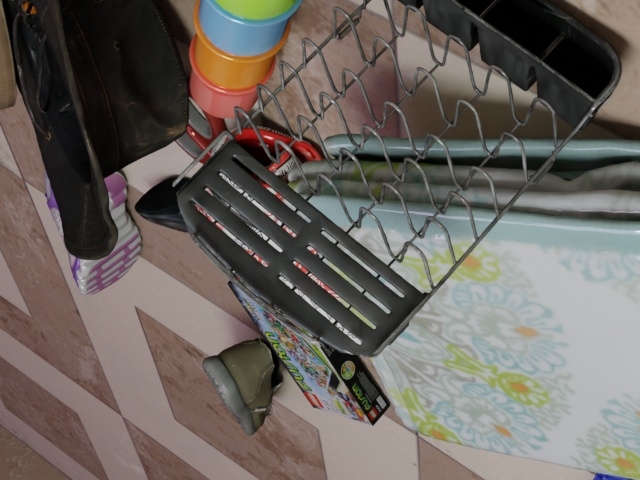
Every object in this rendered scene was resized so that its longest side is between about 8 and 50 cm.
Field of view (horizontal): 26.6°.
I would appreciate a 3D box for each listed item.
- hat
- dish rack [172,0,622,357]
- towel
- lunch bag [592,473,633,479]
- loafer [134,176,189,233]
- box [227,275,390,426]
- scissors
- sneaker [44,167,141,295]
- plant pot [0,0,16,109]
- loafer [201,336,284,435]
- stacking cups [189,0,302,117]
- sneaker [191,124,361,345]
[{"bbox_3d":[-0.201,-0.152,1.250,0.331,0.134,0.331,50,148,48],"label":"hat"},{"bbox_3d":[0.041,-0.067,0.899,0.208,0.271,0.074,39,167,19],"label":"dish rack"},{"bbox_3d":[0.179,0.057,1.043,0.374,0.090,0.320,7,141,34],"label":"towel"},{"bbox_3d":[0.386,0.349,1.229,0.293,0.138,0.221,2,131,43],"label":"lunch bag"},{"bbox_3d":[-0.143,-0.029,1.476,0.170,0.062,0.061,9,144,52],"label":"loafer"},{"bbox_3d":[-0.012,0.119,1.540,0.114,0.036,0.207,8,138,51],"label":"box"},{"bbox_3d":[-0.070,-0.052,1.383,0.297,0.021,0.109,50,152,-16],"label":"scissors"},{"bbox_3d":[-0.290,-0.028,1.669,0.104,0.095,0.236,39,151,24],"label":"sneaker"},{"bbox_3d":[-0.383,-0.236,1.331,0.237,0.109,0.237,164,90,-73],"label":"plant pot"},{"bbox_3d":[-0.080,0.177,1.670,0.094,0.087,0.251,58,175,11],"label":"loafer"},{"bbox_3d":[-0.053,-0.185,1.063,0.096,0.096,0.316,39,157,8],"label":"stacking cups"},{"bbox_3d":[-0.001,0.000,1.273,0.270,0.090,0.145,36,148,5],"label":"sneaker"}]
